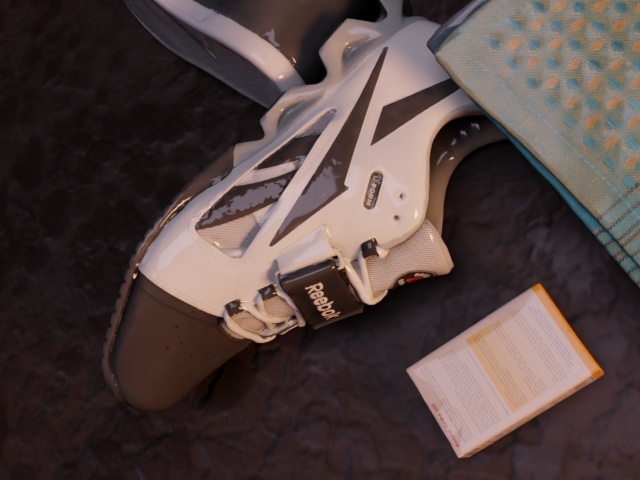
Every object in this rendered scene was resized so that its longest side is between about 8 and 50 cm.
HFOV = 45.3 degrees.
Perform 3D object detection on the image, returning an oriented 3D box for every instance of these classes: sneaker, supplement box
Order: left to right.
[{"bbox_3d":[-0.068,-0.216,0.599,0.147,0.104,0.296,-47,57,-8],"label":"sneaker"},{"bbox_3d":[0.000,0.000,0.488,0.146,0.122,0.330,40,90,23],"label":"sneaker"},{"bbox_3d":[0.111,0.080,0.466,0.098,0.036,0.062,-35,65,12],"label":"supplement box"}]

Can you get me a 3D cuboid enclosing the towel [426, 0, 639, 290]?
[{"bbox_3d":[0.284,-0.124,0.407,0.370,0.040,0.271,-39,83,8],"label":"towel"}]
